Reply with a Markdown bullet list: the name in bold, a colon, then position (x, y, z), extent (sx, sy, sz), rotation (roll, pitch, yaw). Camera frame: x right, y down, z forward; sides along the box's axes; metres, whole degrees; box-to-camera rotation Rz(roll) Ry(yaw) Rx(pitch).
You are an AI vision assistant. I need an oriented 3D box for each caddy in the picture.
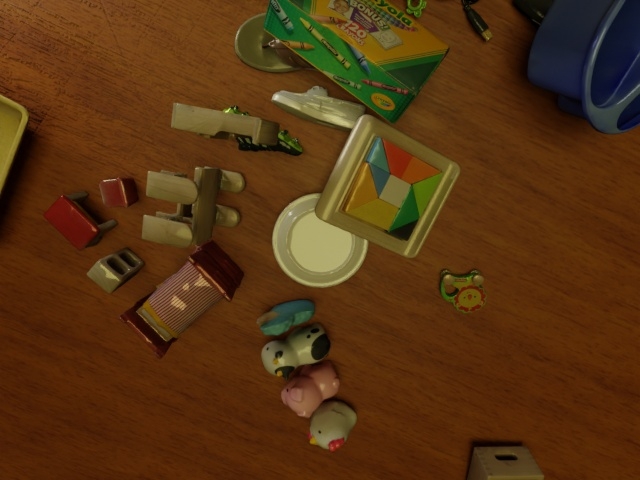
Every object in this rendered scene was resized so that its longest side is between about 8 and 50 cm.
- **caddy**: position (0.519, -0.348, 0.722), extent (0.242, 0.179, 0.341), rotation (19, 105, -33)

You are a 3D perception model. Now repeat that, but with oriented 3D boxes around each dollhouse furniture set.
- **dollhouse furniture set**: position (-0.184, -0.110, 0.804), extent (0.161, 0.212, 0.241), rotation (12, 103, 9)
- **dollhouse furniture set**: position (-0.361, 0.024, 0.881), extent (0.201, 0.152, 0.374), rotation (-42, 98, 10)

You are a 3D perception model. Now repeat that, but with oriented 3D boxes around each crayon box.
- **crayon box**: position (0.065, -0.347, 0.753), extent (0.279, 0.081, 0.165), rotation (36, 57, -1)

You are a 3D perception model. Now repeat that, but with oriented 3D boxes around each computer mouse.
- **computer mouse**: position (0.391, -0.425, 0.810), extent (0.184, 0.060, 0.262), rotation (-41, 98, 9)

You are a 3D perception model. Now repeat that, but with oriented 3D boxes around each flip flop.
- **flip flop**: position (-0.023, -0.362, 0.823), extent (0.278, 0.080, 0.112), rotation (12, 103, -1)

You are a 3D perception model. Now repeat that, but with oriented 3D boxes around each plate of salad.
- **plate of salad**: position (0.000, 0.000, 0.919), extent (0.200, 0.048, 0.199), rotation (0, 99, -2)

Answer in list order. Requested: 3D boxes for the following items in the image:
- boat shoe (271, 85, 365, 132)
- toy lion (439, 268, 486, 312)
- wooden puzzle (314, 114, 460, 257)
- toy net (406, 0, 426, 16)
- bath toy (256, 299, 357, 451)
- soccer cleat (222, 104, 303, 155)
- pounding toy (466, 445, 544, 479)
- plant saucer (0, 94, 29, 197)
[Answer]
- **boat shoe**: position (0.000, -0.265, 0.855), extent (0.184, 0.066, 0.063), rotation (16, 92, -1)
- **toy lion**: position (0.309, 0.112, 0.950), extent (0.100, 0.034, 0.095), rotation (1, 110, 1)
- **wooden puzzle**: position (0.138, -0.099, 0.869), extent (0.239, 0.044, 0.220), rotation (23, 98, -17)
- **toy net**: position (0.167, -0.541, 0.802), extent (0.122, 0.045, 0.232), rotation (-26, 99, 30)
- **bath toy**: position (-0.026, 0.310, 0.952), extent (0.152, 0.129, 0.347), rotation (-20, 102, 5)
- **soccer cleat**: position (-0.121, -0.203, 0.878), extent (0.179, 0.060, 0.072), rotation (27, 112, 2)
- **pounding toy**: position (0.443, 0.585, 1.025), extent (0.181, 0.094, 0.205), rotation (1, 112, -4)
- **plant saucer**: position (-0.768, -0.187, 0.882), extent (0.333, 0.081, 0.332), rotation (28, 101, -5)
